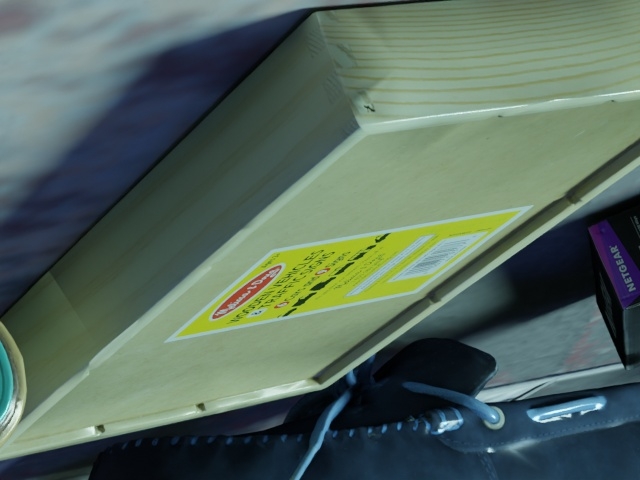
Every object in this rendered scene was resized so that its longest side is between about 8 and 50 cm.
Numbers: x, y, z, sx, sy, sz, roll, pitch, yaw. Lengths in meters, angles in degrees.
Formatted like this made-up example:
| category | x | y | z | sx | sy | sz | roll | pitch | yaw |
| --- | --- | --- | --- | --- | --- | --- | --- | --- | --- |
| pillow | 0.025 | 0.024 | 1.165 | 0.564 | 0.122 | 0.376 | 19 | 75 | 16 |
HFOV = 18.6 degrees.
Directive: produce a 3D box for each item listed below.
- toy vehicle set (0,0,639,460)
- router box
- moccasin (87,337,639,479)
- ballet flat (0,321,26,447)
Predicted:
| category | x | y | z | sx | sy | sz | roll | pitch | yaw |
| --- | --- | --- | --- | --- | --- | --- | --- | --- | --- |
| toy vehicle set | 0.000 | 0.000 | 0.658 | 0.166 | 0.035 | 0.267 | -9 | 160 | -38 |
| router box | 0.196 | 0.006 | 0.919 | 0.133 | 0.046 | 0.179 | -22 | 165 | 4 |
| moccasin | 0.047 | 0.103 | 0.906 | 0.342 | 0.116 | 0.138 | 6 | 162 | -33 |
| ballet flat | -0.198 | 0.070 | 0.562 | 0.232 | 0.080 | 0.073 | -11 | 175 | -31 |
